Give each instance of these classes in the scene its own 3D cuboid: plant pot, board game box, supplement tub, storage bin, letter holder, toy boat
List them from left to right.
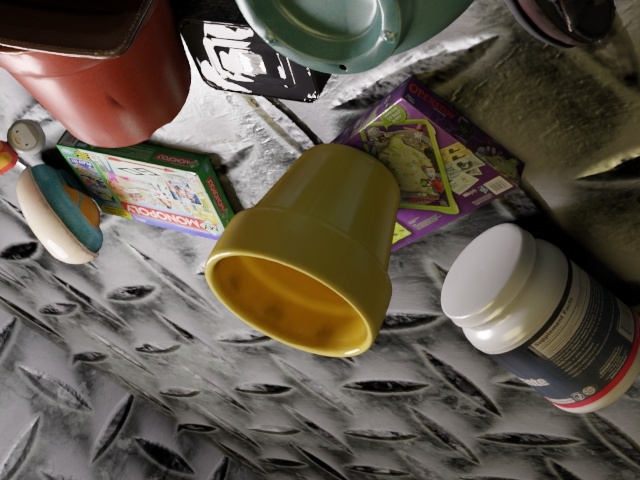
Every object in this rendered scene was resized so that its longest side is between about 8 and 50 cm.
[{"bbox_3d":[-0.324,-0.330,0.829,0.301,0.215,0.152,15,161,15],"label":"letter holder"},{"bbox_3d":[-0.528,-0.096,1.561,0.267,0.148,0.318,48,174,39],"label":"toy boat"},{"bbox_3d":[-0.298,-0.271,1.027,0.272,0.272,0.265,17,159,15],"label":"plant pot"},{"bbox_3d":[-0.324,-0.102,1.524,0.317,0.046,0.213,13,148,23],"label":"board game box"},{"bbox_3d":[-0.076,-0.257,1.033,0.180,0.084,0.122,13,148,24],"label":"storage bin"},{"bbox_3d":[0.000,0.000,1.140,0.254,0.239,0.254,20,151,12],"label":"plant pot"},{"bbox_3d":[0.029,-0.290,0.779,0.293,0.196,0.293,19,150,12],"label":"plant pot"},{"bbox_3d":[0.111,-0.093,1.194,0.208,0.056,0.347,31,151,-17],"label":"board game box"},{"bbox_3d":[0.336,0.118,1.205,0.272,0.191,0.191,36,150,-18],"label":"supplement tub"}]

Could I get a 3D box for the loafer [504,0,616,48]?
[{"bbox_3d":[0.208,-0.272,0.709,0.095,0.109,0.302,18,166,45],"label":"loafer"}]
